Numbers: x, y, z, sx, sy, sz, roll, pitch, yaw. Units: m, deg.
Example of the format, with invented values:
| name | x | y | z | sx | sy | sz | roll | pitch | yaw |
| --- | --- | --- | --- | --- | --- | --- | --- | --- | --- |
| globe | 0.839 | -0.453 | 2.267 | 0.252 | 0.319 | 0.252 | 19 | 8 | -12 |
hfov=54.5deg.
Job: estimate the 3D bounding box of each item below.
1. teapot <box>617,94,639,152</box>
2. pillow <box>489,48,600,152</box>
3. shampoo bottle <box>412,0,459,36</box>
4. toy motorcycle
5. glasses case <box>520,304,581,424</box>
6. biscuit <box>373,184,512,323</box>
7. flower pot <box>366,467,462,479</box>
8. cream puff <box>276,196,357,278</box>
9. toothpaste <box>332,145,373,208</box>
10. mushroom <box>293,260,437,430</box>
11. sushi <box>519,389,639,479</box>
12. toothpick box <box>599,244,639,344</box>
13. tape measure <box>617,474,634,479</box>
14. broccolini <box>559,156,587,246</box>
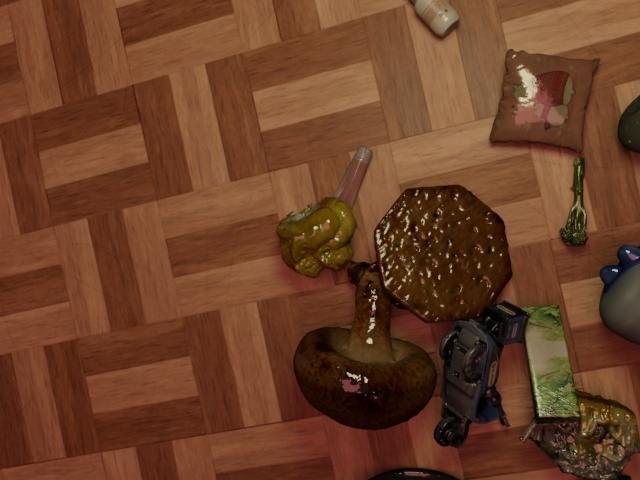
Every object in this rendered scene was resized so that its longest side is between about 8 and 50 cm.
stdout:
| name | x | y | z | sx | sy | sz | roll | pitch | yaw |
| --- | --- | --- | --- | --- | --- | --- | --- | --- | --- |
| teapot | 0.812 | -0.229 | 1.406 | 0.251 | 0.183 | 0.183 | 42 | 99 | -3 |
| pillow | 0.539 | -0.337 | 1.494 | 0.223 | 0.084 | 0.236 | 12 | 97 | 10 |
| shampoo bottle | 0.263 | -0.598 | 1.551 | 0.074 | 0.074 | 0.192 | -42 | 81 | 9 |
| toy motorcycle | 0.374 | 0.331 | 1.469 | 0.125 | 0.212 | 0.359 | 34 | 123 | 52 |
| glasses case | 0.530 | 0.286 | 1.452 | 0.095 | 0.062 | 0.272 | -5 | 58 | 11 |
| biscuit | 0.299 | 0.030 | 1.516 | 0.359 | 0.046 | 0.359 | 1 | 79 | -7 |
| flower pot | 0.242 | 0.759 | 1.478 | 0.379 | 0.379 | 0.251 | -1 | 110 | 11 |
| cream puff | -0.001 | 0.002 | 1.567 | 0.221 | 0.194 | 0.195 | -27 | 86 | 18 |
| toothpaste | 0.080 | -0.149 | 1.615 | 0.067 | 0.043 | 0.195 | 27 | 103 | 9 |
| mushroom | 0.130 | 0.267 | 1.485 | 0.331 | 0.334 | 0.356 | 32 | 102 | 2 |
| sushi | 0.612 | 0.453 | 1.469 | 0.274 | 0.139 | 0.184 | 11 | 90 | 14 |
| toothpick box | 0.793 | 0.140 | 1.372 | 0.354 | 0.263 | 0.263 | 28 | 96 | 11 |
| tape measure | 0.666 | 0.654 | 1.487 | 0.154 | 0.087 | 0.178 | 0 | 93 | -1 |
| broccolini | 0.616 | -0.092 | 1.511 | 0.067 | 0.058 | 0.216 | 3 | 83 | -30 |
